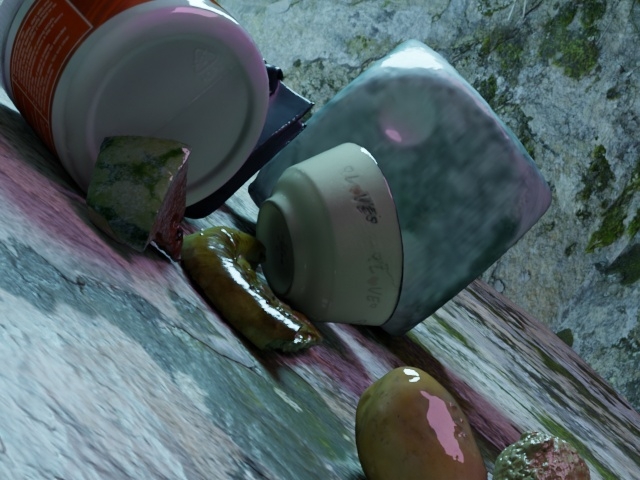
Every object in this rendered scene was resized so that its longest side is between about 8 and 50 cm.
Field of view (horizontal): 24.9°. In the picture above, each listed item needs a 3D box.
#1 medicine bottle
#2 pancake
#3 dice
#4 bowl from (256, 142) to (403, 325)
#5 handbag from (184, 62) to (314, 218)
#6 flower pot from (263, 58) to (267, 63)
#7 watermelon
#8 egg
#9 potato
[{"bbox_3d":[-0.216,-0.188,1.642,0.252,0.252,0.241,32,9,-44],"label":"medicine bottle"},{"bbox_3d":[-0.069,0.055,1.647,0.197,0.054,0.376,36,8,-23],"label":"pancake"},{"bbox_3d":[0.117,-0.072,2.162,0.330,0.348,0.328,50,2,1],"label":"dice"},{"bbox_3d":[0.000,0.000,1.812,0.126,0.237,0.238,-9,30,-23],"label":"bowl"},{"bbox_3d":[-0.189,-0.205,1.929,0.326,0.269,0.118,42,-29,13],"label":"handbag"},{"bbox_3d":[-0.160,-0.175,2.117,0.179,0.084,0.251,6,-37,12],"label":"flower pot"},{"bbox_3d":[-0.186,-0.050,1.531,0.098,0.121,0.158,18,-3,14],"label":"watermelon"},{"bbox_3d":[0.238,0.269,1.583,0.118,0.116,0.140,60,-1,-11],"label":"egg"},{"bbox_3d":[0.091,0.196,1.328,0.109,0.118,0.178,-5,45,-25],"label":"potato"}]
